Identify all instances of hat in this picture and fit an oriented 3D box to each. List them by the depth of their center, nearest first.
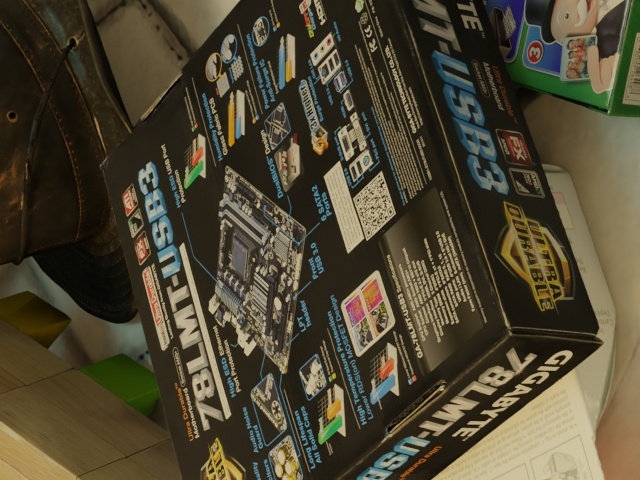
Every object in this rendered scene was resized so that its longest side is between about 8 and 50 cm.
[{"bbox_3d":[-0.243,-0.079,1.338,0.331,0.134,0.331,45,145,43],"label":"hat"}]

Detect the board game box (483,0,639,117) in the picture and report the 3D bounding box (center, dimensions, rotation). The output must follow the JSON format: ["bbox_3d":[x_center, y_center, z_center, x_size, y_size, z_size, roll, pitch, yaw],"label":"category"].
[{"bbox_3d":[0.127,-0.242,1.014,0.213,0.046,0.317,25,108,51],"label":"board game box"}]

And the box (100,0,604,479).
[{"bbox_3d":[0.000,0.000,1.059,0.293,0.073,0.295,-46,50,42],"label":"box"}]

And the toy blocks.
[{"bbox_3d":[-0.231,0.210,1.335,0.381,0.191,0.261,30,118,28],"label":"toy blocks"}]

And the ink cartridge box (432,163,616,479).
[{"bbox_3d":[0.092,0.102,1.037,0.189,0.066,0.232,-37,65,46],"label":"ink cartridge box"}]
